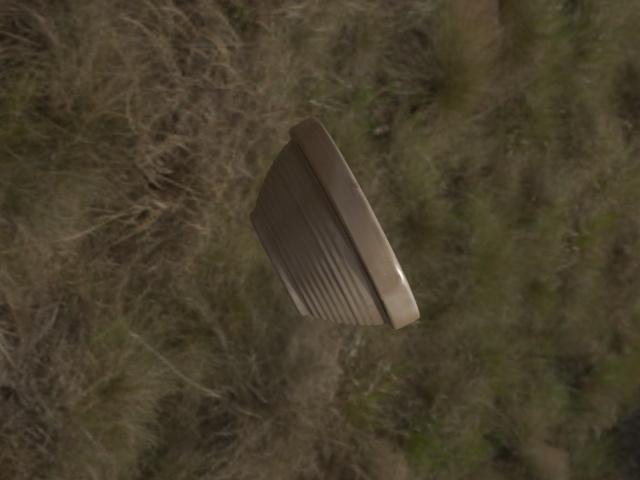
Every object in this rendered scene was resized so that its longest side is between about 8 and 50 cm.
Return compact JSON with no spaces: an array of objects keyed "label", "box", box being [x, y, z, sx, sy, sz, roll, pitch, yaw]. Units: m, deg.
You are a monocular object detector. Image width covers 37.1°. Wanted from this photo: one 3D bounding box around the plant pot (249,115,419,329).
[{"label":"plant pot","box":[0.000,0.000,0.982,0.110,0.237,0.237,-27,125,-2]}]
